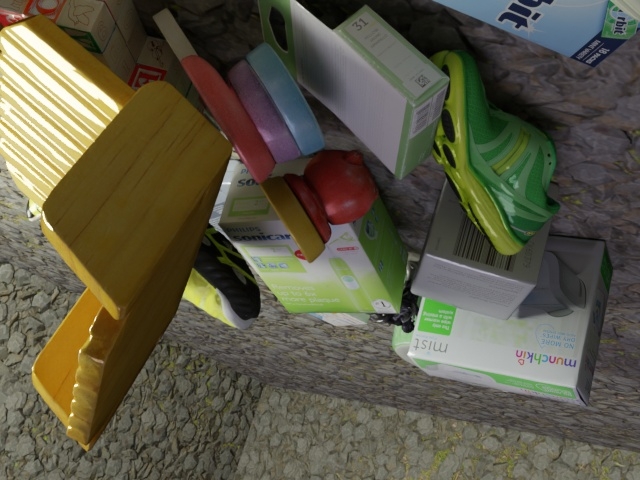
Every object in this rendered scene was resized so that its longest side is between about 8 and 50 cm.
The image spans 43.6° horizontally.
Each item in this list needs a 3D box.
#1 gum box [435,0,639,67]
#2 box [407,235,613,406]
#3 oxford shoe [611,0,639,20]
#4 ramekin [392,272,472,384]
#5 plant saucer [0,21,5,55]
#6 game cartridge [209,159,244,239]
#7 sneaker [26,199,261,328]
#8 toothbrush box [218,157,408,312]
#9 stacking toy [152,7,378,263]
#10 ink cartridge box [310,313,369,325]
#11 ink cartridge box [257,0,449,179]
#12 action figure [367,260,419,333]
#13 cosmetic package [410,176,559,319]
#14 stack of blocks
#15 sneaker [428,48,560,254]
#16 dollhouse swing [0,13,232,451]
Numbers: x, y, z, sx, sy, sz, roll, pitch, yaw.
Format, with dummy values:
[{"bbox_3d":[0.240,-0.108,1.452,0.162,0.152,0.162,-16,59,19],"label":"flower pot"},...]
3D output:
[{"bbox_3d":[0.194,-0.228,0.670,0.184,0.041,0.157,20,161,-8],"label":"gum box"},{"bbox_3d":[0.299,0.114,1.252,0.262,0.231,0.127,8,159,29],"label":"box"},{"bbox_3d":[0.178,-0.247,0.521,0.449,0.169,0.130,14,-156,-12],"label":"oxford shoe"},{"bbox_3d":[0.288,0.182,1.581,0.303,0.148,0.303,16,161,6],"label":"ramekin"},{"bbox_3d":[-0.432,-0.294,0.969,0.198,0.036,0.198,45,168,12],"label":"plant saucer"},{"bbox_3d":[-0.158,-0.066,1.438,0.196,0.060,0.294,24,160,-30],"label":"game cartridge"},{"bbox_3d":[-0.251,0.009,1.154,0.385,0.147,0.145,39,-173,8],"label":"sneaker"},{"bbox_3d":[0.000,0.000,1.269,0.206,0.122,0.283,-2,145,23],"label":"toothbrush box"},{"bbox_3d":[-0.054,-0.154,0.973,0.279,0.130,0.309,57,179,32],"label":"stacking toy"},{"bbox_3d":[0.050,0.127,1.734,0.092,0.090,0.143,27,160,-25],"label":"ink cartridge box"},{"bbox_3d":[0.029,-0.190,0.867,0.235,0.056,0.171,47,167,16],"label":"ink cartridge box"},{"bbox_3d":[0.103,0.074,1.470,0.276,0.141,0.164,22,167,45],"label":"action figure"},{"bbox_3d":[0.226,0.003,1.125,0.151,0.151,0.183,17,161,5],"label":"cosmetic package"},{"bbox_3d":[-0.270,-0.226,1.030,0.171,0.087,0.297,15,161,10],"label":"stack of blocks"},{"bbox_3d":[0.199,-0.112,0.927,0.295,0.123,0.109,56,179,-41],"label":"sneaker"},{"bbox_3d":[-0.299,-0.012,0.881,0.305,0.315,0.347,28,141,-2],"label":"dollhouse swing"}]
